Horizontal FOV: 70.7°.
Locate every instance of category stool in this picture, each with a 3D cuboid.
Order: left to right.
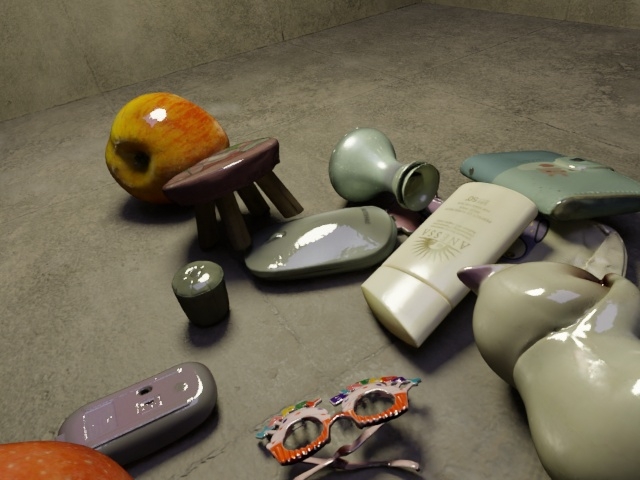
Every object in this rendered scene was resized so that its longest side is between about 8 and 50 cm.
[{"bbox_3d":[-0.221,0.100,0.848,0.096,0.110,0.096,-4,37,3],"label":"stool"},{"bbox_3d":[-0.191,-0.103,1.008,0.272,0.178,0.272,-20,21,8],"label":"stool"}]

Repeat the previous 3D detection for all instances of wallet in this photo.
[{"bbox_3d":[0.406,0.022,0.853,0.335,0.068,0.275,19,44,37],"label":"wallet"},{"bbox_3d":[0.497,-0.132,0.975,0.252,0.083,0.360,-8,25,-10],"label":"wallet"}]

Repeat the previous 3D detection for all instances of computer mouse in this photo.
[{"bbox_3d":[-0.271,0.266,0.686,0.232,0.057,0.120,-22,39,-20],"label":"computer mouse"},{"bbox_3d":[-0.001,-0.005,0.960,0.331,0.095,0.197,-11,33,-3],"label":"computer mouse"}]

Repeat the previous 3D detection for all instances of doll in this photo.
[{"bbox_3d":[0.331,0.168,0.546,0.226,0.215,0.370,-39,33,23],"label":"doll"}]

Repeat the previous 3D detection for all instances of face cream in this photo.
[{"bbox_3d":[0.222,0.029,0.819,0.348,0.081,0.173,-42,38,-18],"label":"face cream"}]

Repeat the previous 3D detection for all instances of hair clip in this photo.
[{"bbox_3d":[0.229,-0.057,1.019,0.146,0.056,0.187,-14,29,-4],"label":"hair clip"}]

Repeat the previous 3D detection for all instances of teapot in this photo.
[{"bbox_3d":[0.143,-0.153,1.036,0.183,0.183,0.251,-28,37,-24],"label":"teapot"}]

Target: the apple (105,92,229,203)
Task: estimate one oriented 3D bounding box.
[{"bbox_3d":[-0.408,-0.226,1.179,0.302,0.301,0.301,-6,37,4],"label":"apple"}]

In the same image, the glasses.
[{"bbox_3d":[0.036,0.262,0.632,0.255,0.095,0.162,-17,10,-8],"label":"glasses"}]

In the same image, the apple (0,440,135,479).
[{"bbox_3d":[-0.295,0.346,0.364,0.348,0.348,0.277,-26,35,-21],"label":"apple"}]
